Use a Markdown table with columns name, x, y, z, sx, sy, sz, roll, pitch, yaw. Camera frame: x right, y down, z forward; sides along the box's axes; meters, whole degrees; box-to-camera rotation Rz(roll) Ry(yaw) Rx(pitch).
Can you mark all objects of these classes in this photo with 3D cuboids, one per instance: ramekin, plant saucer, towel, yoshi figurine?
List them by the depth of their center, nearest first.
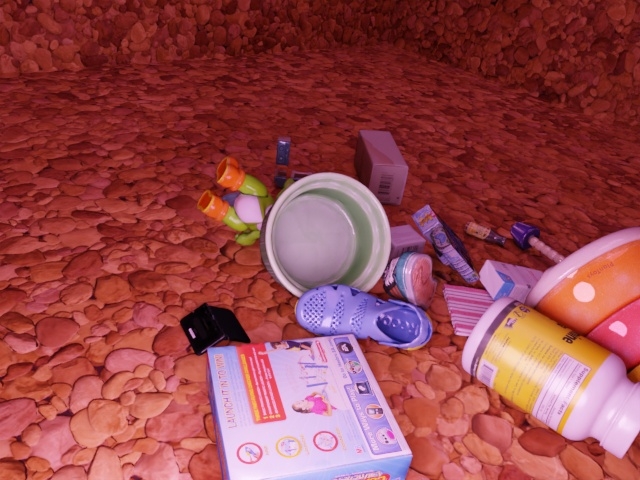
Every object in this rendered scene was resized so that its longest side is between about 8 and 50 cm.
| name | x | y | z | sx | sy | sz | roll | pitch | yaw |
| --- | --- | --- | --- | --- | --- | --- | --- | --- | --- |
| ramekin | 0.000 | 0.000 | 1.358 | 0.303 | 0.303 | 0.148 | -4 | -2 | -20 |
| towel | 0.385 | 0.181 | 1.415 | 0.144 | 0.029 | 0.197 | 9 | 31 | -5 |
| yoshi figurine | -0.135 | -0.076 | 1.534 | 0.362 | 0.203 | 0.203 | 28 | 57 | -25 |
| plant saucer | -0.243 | -0.109 | 1.738 | 0.119 | 0.021 | 0.119 | 6 | 31 | -3 |

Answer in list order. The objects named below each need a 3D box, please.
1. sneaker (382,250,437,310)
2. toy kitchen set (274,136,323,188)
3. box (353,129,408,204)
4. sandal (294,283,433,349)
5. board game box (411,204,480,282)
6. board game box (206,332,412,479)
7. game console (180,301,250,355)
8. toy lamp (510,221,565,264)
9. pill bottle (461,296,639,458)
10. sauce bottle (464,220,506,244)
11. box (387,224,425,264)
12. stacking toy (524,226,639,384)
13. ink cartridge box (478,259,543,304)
| name | x | y | z | sx | sy | sz | roll | pitch | yaw |
| --- | --- | --- | --- | --- | --- | --- | --- | --- | --- |
| sneaker | 0.191 | 0.089 | 1.324 | 0.121 | 0.302 | 0.108 | 19 | 77 | 21 |
| toy kitchen set | -0.044 | -0.236 | 1.856 | 0.207 | 0.166 | 0.122 | 5 | 31 | -6 |
| box | 0.203 | -0.260 | 1.981 | 0.121 | 0.148 | 0.311 | 3 | 30 | -8 |
| sandal | 0.103 | 0.163 | 1.220 | 0.317 | 0.126 | 0.138 | 8 | -6 | -6 |
| board game box | 0.332 | 0.005 | 1.548 | 0.194 | 0.060 | 0.194 | 44 | 20 | -26 |
| board game box | -0.037 | 0.313 | 1.034 | 0.302 | 0.086 | 0.308 | -3 | 33 | -17 |
| game console | -0.231 | 0.199 | 1.247 | 0.107 | 0.071 | 0.122 | -35 | 43 | -9 |
| toy lamp | 0.670 | 0.033 | 1.679 | 0.080 | 0.080 | 0.274 | -10 | 38 | -28 |
| pill bottle | 0.469 | 0.268 | 1.135 | 0.334 | 0.188 | 0.188 | 32 | 38 | 33 |
| sauce bottle | 0.507 | -0.022 | 1.760 | 0.128 | 0.042 | 0.042 | 22 | 34 | 24 |
| box | 0.213 | 0.024 | 1.555 | 0.101 | 0.102 | 0.087 | -9 | 38 | -26 |
| stacking toy | 0.696 | 0.243 | 1.207 | 0.350 | 0.350 | 0.480 | -8 | 53 | -25 |
| ink cartridge box | 0.519 | 0.116 | 1.500 | 0.180 | 0.060 | 0.104 | 12 | 29 | -19 |
